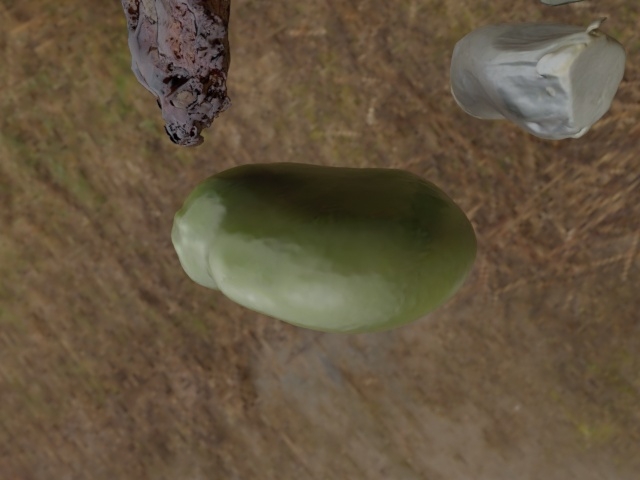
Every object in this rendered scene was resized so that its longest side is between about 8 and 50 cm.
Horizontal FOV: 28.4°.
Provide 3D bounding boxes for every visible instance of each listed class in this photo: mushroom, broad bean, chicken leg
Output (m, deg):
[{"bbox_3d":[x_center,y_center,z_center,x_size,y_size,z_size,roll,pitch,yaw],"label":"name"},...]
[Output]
[{"bbox_3d":[0.184,-0.153,1.162,0.109,0.097,0.351,38,180,-12],"label":"mushroom"},{"bbox_3d":[0.000,0.001,1.183,0.291,0.238,0.119,7,116,12],"label":"broad bean"},{"bbox_3d":[-0.065,-0.146,0.610,0.093,0.053,0.205,-155,56,-63],"label":"chicken leg"}]

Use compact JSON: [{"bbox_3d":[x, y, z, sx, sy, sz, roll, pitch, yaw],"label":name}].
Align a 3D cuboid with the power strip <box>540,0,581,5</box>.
[{"bbox_3d":[0.117,-0.273,0.448,0.161,0.357,0.357,-10,121,15],"label":"power strip"}]
